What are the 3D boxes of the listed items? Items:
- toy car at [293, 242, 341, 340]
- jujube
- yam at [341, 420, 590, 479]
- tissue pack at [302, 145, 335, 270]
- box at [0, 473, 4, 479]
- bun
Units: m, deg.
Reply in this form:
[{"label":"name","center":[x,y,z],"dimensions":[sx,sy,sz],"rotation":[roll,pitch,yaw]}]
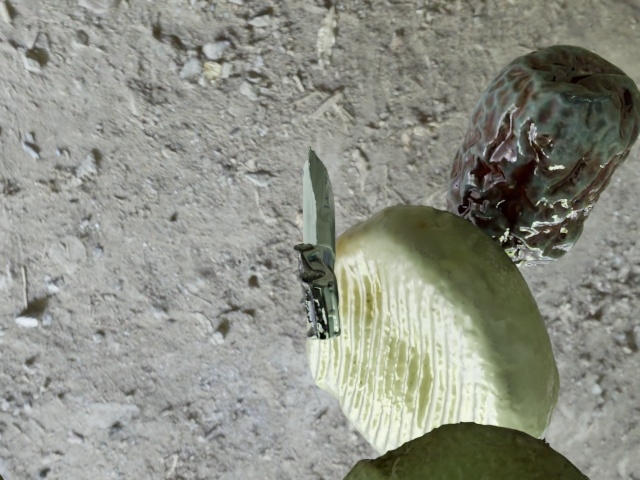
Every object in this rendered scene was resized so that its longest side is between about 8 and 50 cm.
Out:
[{"label":"toy car","center":[-0.002,0.029,0.409],"dimensions":[0.025,0.093,0.041],"rotation":[-7,109,-4]},{"label":"jujube","center":[0.290,-0.106,0.872],"dimensions":[0.226,0.226,0.317],"rotation":[-21,148,-22]},{"label":"yam","center":[0.104,0.214,0.374],"dimensions":[0.161,0.161,0.268],"rotation":[-44,135,-8]},{"label":"tissue pack","center":[0.000,0.000,0.595],"dimensions":[0.026,0.193,0.122],"rotation":[-1,81,3]},{"label":"box","center":[-0.217,0.057,0.126],"dimensions":[0.138,0.420,0.373],"rotation":[-48,137,-19]},{"label":"bun","center":[0.153,0.126,0.831],"dimensions":[0.219,0.365,0.365],"rotation":[-20,118,-37]}]
